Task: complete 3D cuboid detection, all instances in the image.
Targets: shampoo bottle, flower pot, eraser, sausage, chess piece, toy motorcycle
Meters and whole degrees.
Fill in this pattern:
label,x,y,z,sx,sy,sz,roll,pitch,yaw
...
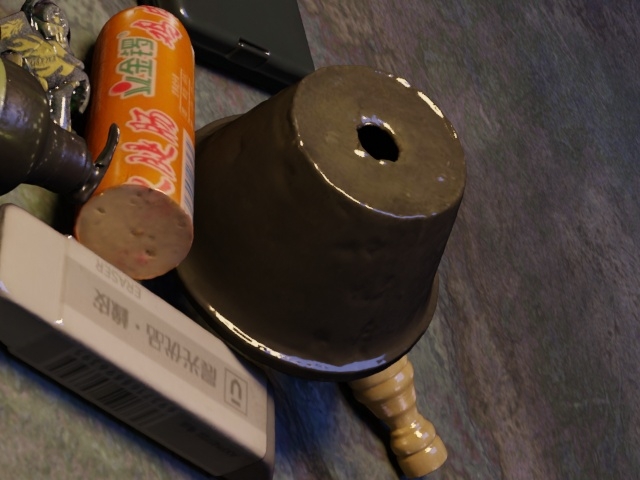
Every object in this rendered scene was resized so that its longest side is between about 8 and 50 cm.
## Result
label,x,y,z,sx,sy,sz,roll,pitch,yaw
shampoo bottle,-0.262,-0.091,1.122,0.283,0.101,0.101,26,46,-40
flower pot,0.012,-0.036,1.355,0.269,0.166,0.269,15,52,-20
eraser,-0.136,0.093,1.269,0.352,0.061,0.089,38,37,-40
sausage,-0.147,-0.102,1.350,0.093,0.093,0.312,45,25,-32
chess piece,0.077,0.164,1.579,0.122,0.066,0.066,61,27,-15
toy motorcycle,-0.230,-0.114,1.279,0.124,0.061,0.193,65,27,-15

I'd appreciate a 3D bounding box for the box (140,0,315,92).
label,x,y,z,sx,sy,sz,roll,pitch,yaw
box,-0.097,-0.241,1.621,0.230,0.050,0.160,18,52,-55
